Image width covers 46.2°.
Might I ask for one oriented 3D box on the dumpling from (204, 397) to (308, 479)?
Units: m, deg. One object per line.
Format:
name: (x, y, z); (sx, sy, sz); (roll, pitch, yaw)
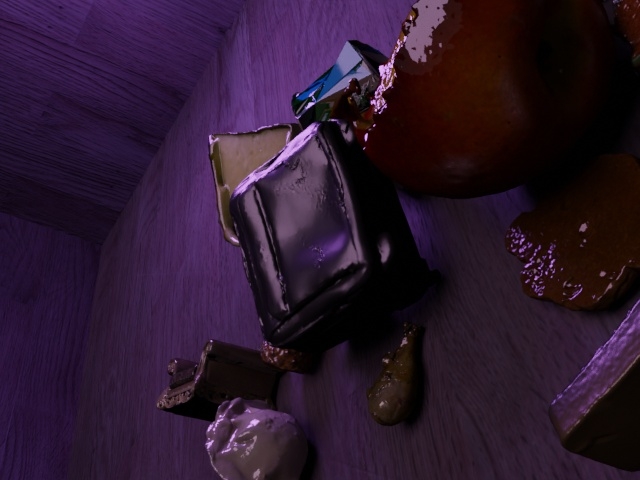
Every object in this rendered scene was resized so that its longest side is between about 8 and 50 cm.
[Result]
dumpling: (-0.121, 0.388, 1.396); (0.147, 0.193, 0.258); (-61, 30, 26)

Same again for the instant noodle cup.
instant noodle cup: (0.082, -0.265, 1.478); (0.178, 0.240, 0.240); (-44, 34, 27)

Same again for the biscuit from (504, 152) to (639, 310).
biscuit: (0.347, -0.008, 0.963); (0.290, 0.041, 0.209); (-6, 65, 62)

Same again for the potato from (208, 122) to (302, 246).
potato: (-0.098, -0.119, 1.765); (0.330, 0.212, 0.280); (0, 87, 49)

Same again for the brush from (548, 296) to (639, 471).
brush: (0.337, 0.145, 0.776); (0.197, 0.123, 0.059); (-58, 23, 19)

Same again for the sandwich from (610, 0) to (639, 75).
sandwich: (0.454, -0.307, 0.939); (0.159, 0.079, 0.235); (3, 72, 65)

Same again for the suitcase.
suitcase: (0.000, 0.000, 1.323); (0.339, 0.188, 0.345); (-36, 58, 32)

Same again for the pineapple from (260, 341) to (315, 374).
pineapple: (-0.035, 0.152, 1.518); (0.119, 0.111, 0.237); (10, 73, 33)

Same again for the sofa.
sofa: (-0.220, 0.292, 1.654); (0.258, 0.200, 0.182); (-32, 46, 53)

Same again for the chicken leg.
chicken leg: (0.122, 0.212, 1.206); (0.093, 0.070, 0.178); (-3, 59, 43)

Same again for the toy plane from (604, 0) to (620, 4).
toy plane: (0.427, -0.394, 1.077); (0.171, 0.065, 0.162); (-27, 59, 48)

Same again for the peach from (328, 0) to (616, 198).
peach: (0.222, -0.217, 1.042); (0.335, 0.310, 0.406); (-59, 6, -22)
